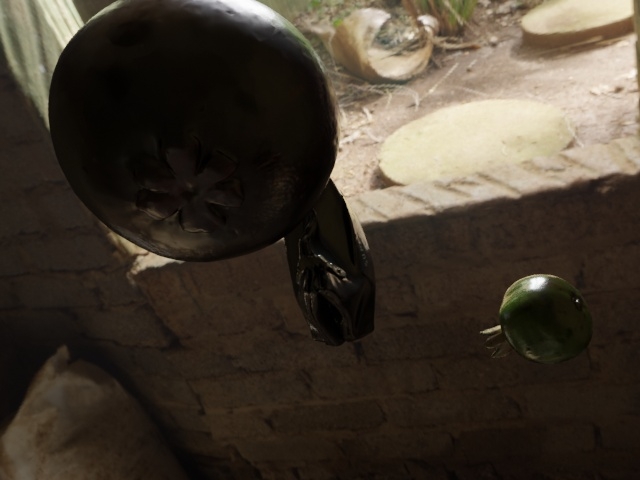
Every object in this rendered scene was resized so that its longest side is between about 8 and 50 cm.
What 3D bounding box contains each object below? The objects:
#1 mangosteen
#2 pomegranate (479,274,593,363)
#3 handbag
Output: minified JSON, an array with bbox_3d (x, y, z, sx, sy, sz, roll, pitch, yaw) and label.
[{"bbox_3d":[-0.134,-0.142,0.626,0.307,0.306,0.346,-19,38,6],"label":"mangosteen"},{"bbox_3d":[0.433,0.173,1.112,0.225,0.187,0.187,-38,13,40],"label":"pomegranate"},{"bbox_3d":[0.000,0.000,0.937,0.152,0.288,0.342,-15,72,7],"label":"handbag"}]
